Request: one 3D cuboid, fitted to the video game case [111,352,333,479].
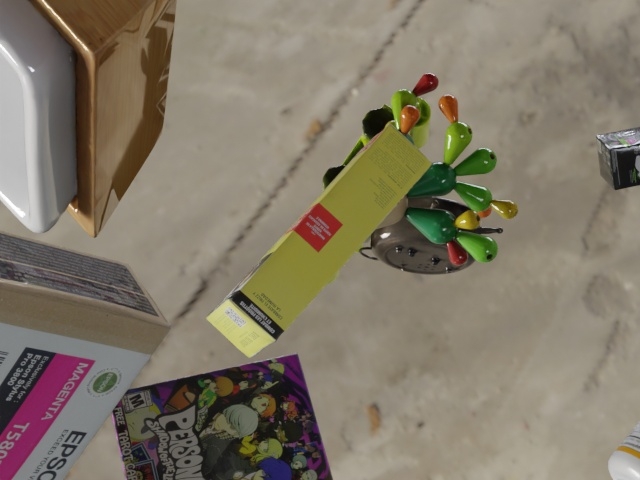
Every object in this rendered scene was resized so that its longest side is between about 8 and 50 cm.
[{"bbox_3d":[-0.096,0.245,1.660,0.210,0.042,0.232,-11,61,-9],"label":"video game case"}]

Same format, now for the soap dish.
[{"bbox_3d":[-0.206,-0.164,0.966,0.118,0.229,0.291,-37,75,-22],"label":"soap dish"}]

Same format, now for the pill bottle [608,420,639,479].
[{"bbox_3d":[0.376,0.217,1.633,0.215,0.117,0.117,-48,40,-12],"label":"pill bottle"}]

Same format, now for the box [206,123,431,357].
[{"bbox_3d":[0.000,0.000,1.444,0.232,0.058,0.087,-47,3,-22],"label":"box"}]

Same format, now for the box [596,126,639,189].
[{"bbox_3d":[0.365,-0.097,1.830,0.083,0.052,0.062,-11,20,-2],"label":"box"}]

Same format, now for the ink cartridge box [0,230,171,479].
[{"bbox_3d":[-0.261,0.114,1.266,0.234,0.193,0.088,-55,50,16],"label":"ink cartridge box"}]

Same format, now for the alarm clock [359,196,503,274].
[{"bbox_3d":[0.113,0.002,1.900,0.192,0.129,0.064,-18,58,52],"label":"alarm clock"}]

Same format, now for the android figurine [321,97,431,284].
[{"bbox_3d":[0.052,-0.059,1.941,0.056,0.273,0.248,31,75,12],"label":"android figurine"}]

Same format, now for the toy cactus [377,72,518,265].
[{"bbox_3d":[0.104,-0.059,1.737,0.181,0.219,0.112,-25,-5,-4],"label":"toy cactus"}]
